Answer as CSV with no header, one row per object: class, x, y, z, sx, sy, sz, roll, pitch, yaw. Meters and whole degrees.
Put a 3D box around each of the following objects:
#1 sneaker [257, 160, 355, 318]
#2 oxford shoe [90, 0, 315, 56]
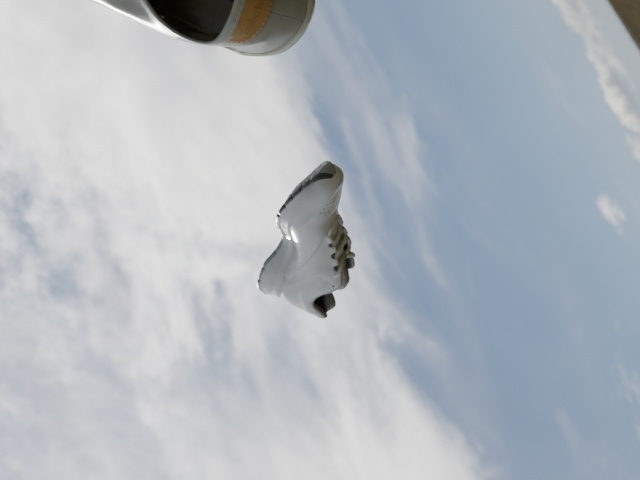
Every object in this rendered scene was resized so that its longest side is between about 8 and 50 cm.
sneaker,0.000,0.000,1.551,0.129,0.297,0.111,32,-127,13
oxford shoe,-0.217,-0.311,1.081,0.449,0.169,0.130,26,-163,18
